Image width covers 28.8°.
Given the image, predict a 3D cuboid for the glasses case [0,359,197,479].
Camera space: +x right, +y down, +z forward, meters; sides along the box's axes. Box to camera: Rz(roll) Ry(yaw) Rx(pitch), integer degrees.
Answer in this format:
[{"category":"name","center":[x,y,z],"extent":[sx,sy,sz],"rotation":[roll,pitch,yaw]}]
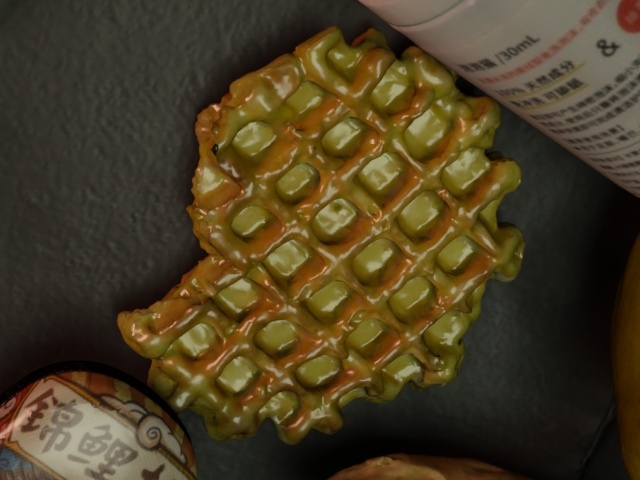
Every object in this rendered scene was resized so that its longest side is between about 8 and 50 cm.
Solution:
[{"category":"glasses case","center":[-0.210,0.193,0.720],"extent":[0.321,0.082,0.122],"rotation":[-41,111,11]}]

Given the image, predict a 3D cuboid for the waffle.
[{"category":"waffle","center":[0.000,0.000,0.728],"extent":[0.249,0.056,0.253],"rotation":[-13,116,-11]}]

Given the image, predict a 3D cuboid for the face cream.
[{"category":"face cream","center":[0.081,-0.165,0.626],"extent":[0.370,0.145,0.145],"rotation":[31,100,-27]}]

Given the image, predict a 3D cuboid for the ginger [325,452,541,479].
[{"category":"ginger","center":[0.186,0.223,0.805],"extent":[0.348,0.363,0.122],"rotation":[23,90,22]}]

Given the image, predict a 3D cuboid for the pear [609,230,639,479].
[{"category":"pear","center":[0.307,0.042,0.731],"extent":[0.269,0.269,0.321],"rotation":[44,77,-26]}]
